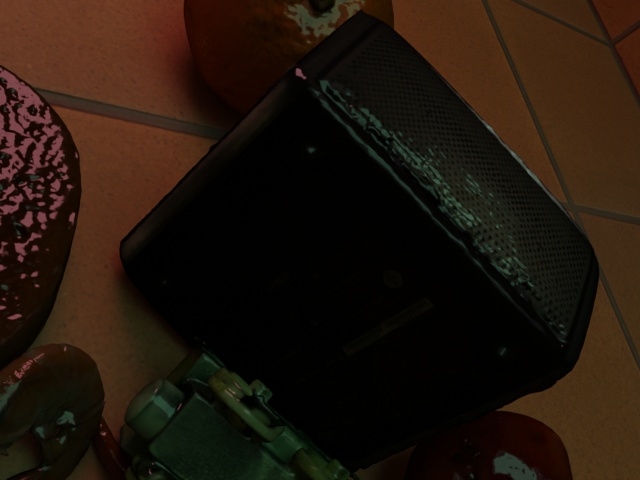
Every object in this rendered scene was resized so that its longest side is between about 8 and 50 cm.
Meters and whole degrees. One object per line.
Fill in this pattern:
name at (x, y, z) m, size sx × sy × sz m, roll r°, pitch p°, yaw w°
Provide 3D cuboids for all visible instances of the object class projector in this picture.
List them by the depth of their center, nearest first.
projector at (0.037, 0.028, 0.895) m, size 0.405 × 0.395 × 0.242 m, roll 46°, pitch 39°, yaw -8°

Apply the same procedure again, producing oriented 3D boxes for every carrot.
carrot at (-0.200, 0.236, 0.806) m, size 0.142 × 0.035 × 0.035 m, roll 54°, pitch 40°, yaw 8°

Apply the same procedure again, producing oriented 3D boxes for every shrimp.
shrimp at (-0.293, 0.193, 0.731) m, size 0.236 × 0.053 × 0.133 m, roll -43°, pitch 131°, yaw -43°

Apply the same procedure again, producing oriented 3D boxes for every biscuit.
biscuit at (-0.413, -0.046, 0.780) m, size 0.350 × 0.070 × 0.394 m, roll 28°, pitch 46°, yaw -22°

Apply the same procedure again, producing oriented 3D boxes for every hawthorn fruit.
hawthorn fruit at (0.238, 0.317, 1.036) m, size 0.299 × 0.211 × 0.211 m, roll -11°, pitch 70°, yaw -56°

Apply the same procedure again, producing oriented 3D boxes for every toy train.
toy train at (-0.079, 0.231, 0.792) m, size 0.271 × 0.188 × 0.159 m, roll 44°, pitch 81°, yaw -12°

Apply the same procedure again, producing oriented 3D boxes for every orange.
orange at (-0.042, -0.318, 1.142) m, size 0.312 × 0.312 × 0.312 m, roll 24°, pitch 48°, yaw -29°
